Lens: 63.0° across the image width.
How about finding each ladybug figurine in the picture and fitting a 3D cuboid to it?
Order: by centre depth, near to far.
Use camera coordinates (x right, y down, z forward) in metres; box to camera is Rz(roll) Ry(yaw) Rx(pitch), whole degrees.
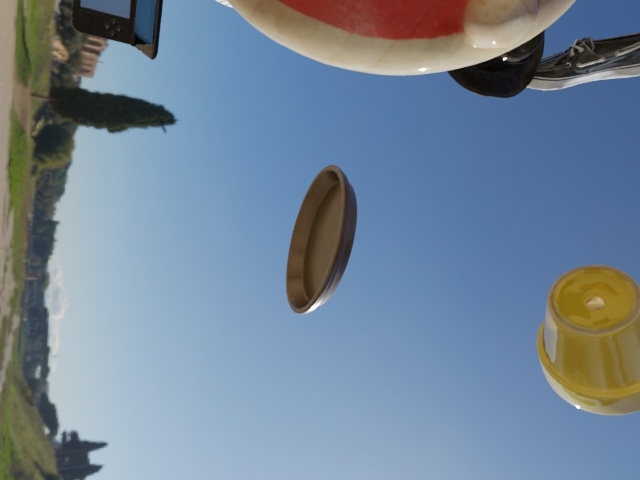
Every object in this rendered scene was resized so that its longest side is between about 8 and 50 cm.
[{"bbox_3d":[0.032,-0.308,0.386,0.450,0.304,0.162,63,1,30],"label":"ladybug figurine"}]

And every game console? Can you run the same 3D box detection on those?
[{"bbox_3d":[-0.202,-0.257,0.520,0.071,0.107,0.122,-93,-163,-64],"label":"game console"}]

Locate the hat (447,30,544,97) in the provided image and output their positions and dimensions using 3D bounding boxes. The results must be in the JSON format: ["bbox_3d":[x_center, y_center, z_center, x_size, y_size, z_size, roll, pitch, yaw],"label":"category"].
[{"bbox_3d":[0.427,-0.502,1.194,0.134,0.330,0.332,176,-83,-73],"label":"hat"}]

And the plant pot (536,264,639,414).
[{"bbox_3d":[0.562,0.185,1.055,0.253,0.239,0.254,-19,-138,18],"label":"plant pot"}]

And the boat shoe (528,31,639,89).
[{"bbox_3d":[0.643,-0.446,1.275,0.300,0.102,0.108,-1,-132,23],"label":"boat shoe"}]

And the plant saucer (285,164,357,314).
[{"bbox_3d":[0.000,0.000,0.958,0.278,0.041,0.278,-167,-90,-72],"label":"plant saucer"}]

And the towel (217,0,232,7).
[{"bbox_3d":[-0.065,-0.387,0.820,0.144,0.197,0.029,0,-84,30],"label":"towel"}]
